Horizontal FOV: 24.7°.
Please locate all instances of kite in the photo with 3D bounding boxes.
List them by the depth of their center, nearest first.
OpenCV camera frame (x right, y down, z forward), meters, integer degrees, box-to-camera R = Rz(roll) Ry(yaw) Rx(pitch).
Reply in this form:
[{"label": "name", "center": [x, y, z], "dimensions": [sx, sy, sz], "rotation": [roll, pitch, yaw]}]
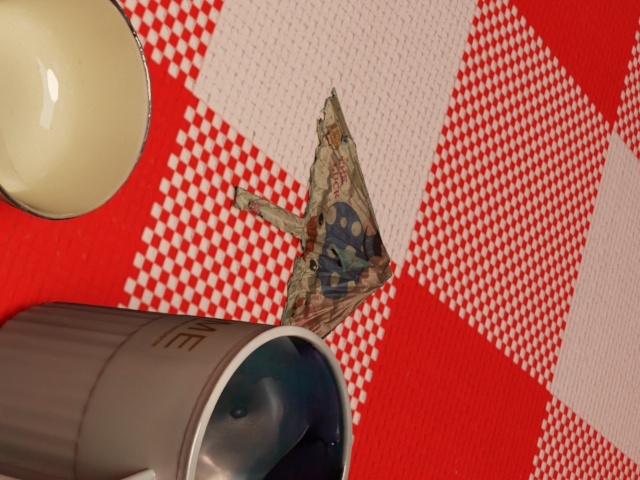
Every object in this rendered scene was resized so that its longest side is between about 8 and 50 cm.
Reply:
[{"label": "kite", "center": [0.001, 0.000, 1.903], "dimensions": [0.368, 0.014, 0.406], "rotation": [26, 71, -51]}]

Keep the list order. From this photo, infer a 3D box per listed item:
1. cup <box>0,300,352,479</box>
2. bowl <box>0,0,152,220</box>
[{"label": "cup", "center": [-0.184, 0.216, 1.409], "dimensions": [0.331, 0.311, 0.257], "rotation": [-52, 134, -38]}, {"label": "bowl", "center": [-0.289, -0.139, 1.415], "dimensions": [0.237, 0.126, 0.238], "rotation": [-4, 95, -54]}]
